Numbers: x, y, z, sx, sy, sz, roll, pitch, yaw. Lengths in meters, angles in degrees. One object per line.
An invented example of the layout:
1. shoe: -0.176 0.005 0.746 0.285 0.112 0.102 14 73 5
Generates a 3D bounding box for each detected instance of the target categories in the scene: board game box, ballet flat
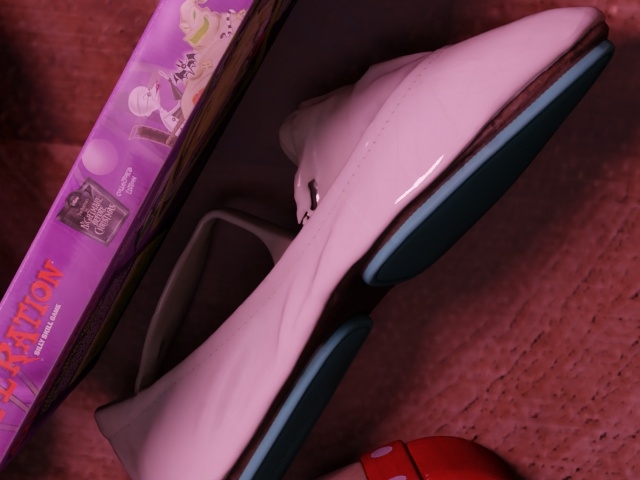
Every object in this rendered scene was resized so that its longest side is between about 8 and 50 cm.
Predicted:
1. board game box: -0.089 -0.051 1.043 0.056 0.208 0.347 29 105 -3
2. ballet flat: 0.000 0.000 1.100 0.139 0.139 0.400 36 106 -5

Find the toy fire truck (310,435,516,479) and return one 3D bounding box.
1. toy fire truck: 0.127 0.217 1.138 0.246 0.158 0.217 -22 102 -1
